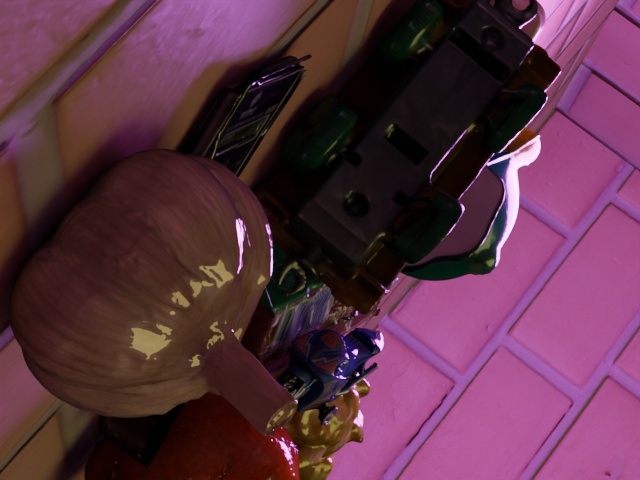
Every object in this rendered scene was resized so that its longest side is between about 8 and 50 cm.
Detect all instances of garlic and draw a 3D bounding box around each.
[{"bbox_3d":[-0.097,0.058,1.007,0.218,0.212,0.218,-45,166,-14],"label":"garlic"}]

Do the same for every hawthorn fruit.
[{"bbox_3d":[-0.112,0.268,1.567,0.211,0.299,0.211,-167,-90,-83],"label":"hawthorn fruit"}]

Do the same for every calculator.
[{"bbox_3d":[-0.103,-0.038,1.188,0.274,0.028,0.165,-56,171,24],"label":"calculator"}]

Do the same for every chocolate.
[{"bbox_3d":[-0.169,0.143,1.435,0.149,0.080,0.125,-61,-178,11],"label":"chocolate"}]

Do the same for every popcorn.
[{"bbox_3d":[-0.059,0.215,1.836,0.286,0.252,0.215,-15,-106,60],"label":"popcorn"}]

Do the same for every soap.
[{"bbox_3d":[-0.017,0.059,1.646,0.273,0.098,0.218,-28,155,-43],"label":"soap"}]

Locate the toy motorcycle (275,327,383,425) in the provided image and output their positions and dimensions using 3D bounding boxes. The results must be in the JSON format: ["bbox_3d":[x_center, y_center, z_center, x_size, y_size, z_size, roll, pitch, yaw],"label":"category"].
[{"bbox_3d":[0.004,0.149,1.621,0.114,0.076,0.205,-54,159,16],"label":"toy motorcycle"}]

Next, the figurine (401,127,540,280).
[{"bbox_3d":[0.174,-0.049,1.972,0.323,0.231,0.340,-40,173,11],"label":"figurine"}]

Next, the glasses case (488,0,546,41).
[{"bbox_3d":[0.229,-0.251,1.914,0.196,0.083,0.050,-55,171,26],"label":"glasses case"}]

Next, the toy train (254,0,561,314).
[{"bbox_3d":[0.082,-0.100,1.486,0.429,0.178,0.249,-50,-179,-16],"label":"toy train"}]
